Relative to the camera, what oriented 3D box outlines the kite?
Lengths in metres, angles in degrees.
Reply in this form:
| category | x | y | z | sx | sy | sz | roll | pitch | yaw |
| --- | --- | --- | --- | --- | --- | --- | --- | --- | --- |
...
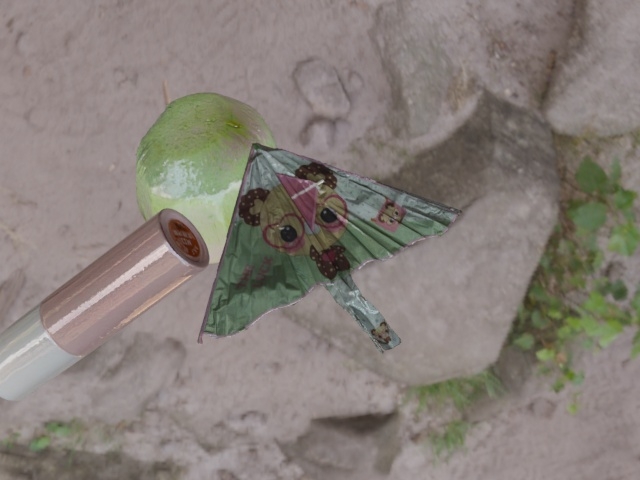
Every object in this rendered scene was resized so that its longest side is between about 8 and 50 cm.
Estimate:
| category | x | y | z | sx | sy | sz | roll | pitch | yaw |
| --- | --- | --- | --- | --- | --- | --- | --- | --- | --- |
| kite | 0.000 | 0.000 | 1.015 | 0.322 | 0.268 | 0.013 | -23 | 159 | -22 |

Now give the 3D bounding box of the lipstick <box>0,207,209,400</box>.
| category | x | y | z | sx | sy | sz | roll | pitch | yaw |
| --- | --- | --- | --- | --- | --- | --- | --- | --- | --- |
| lipstick | -0.224 | 0.066 | 0.973 | 0.254 | 0.070 | 0.070 | -35 | 118 | 19 |

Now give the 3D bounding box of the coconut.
| category | x | y | z | sx | sy | sz | roll | pitch | yaw |
| --- | --- | --- | --- | --- | --- | --- | --- | --- | --- |
| coconut | -0.148 | -0.078 | 1.346 | 0.204 | 0.236 | 0.236 | -19 | 122 | -9 |
